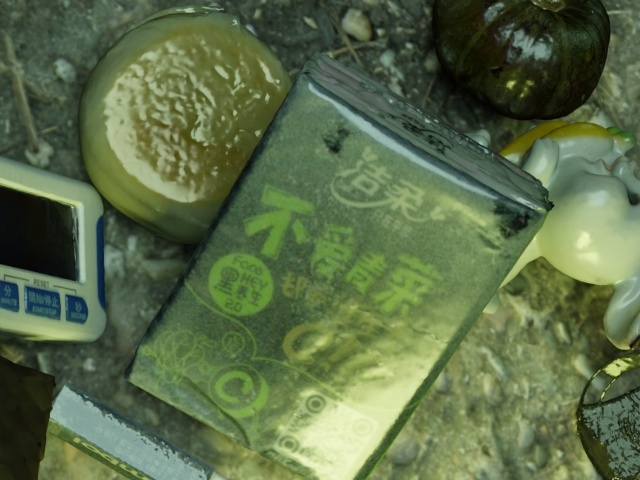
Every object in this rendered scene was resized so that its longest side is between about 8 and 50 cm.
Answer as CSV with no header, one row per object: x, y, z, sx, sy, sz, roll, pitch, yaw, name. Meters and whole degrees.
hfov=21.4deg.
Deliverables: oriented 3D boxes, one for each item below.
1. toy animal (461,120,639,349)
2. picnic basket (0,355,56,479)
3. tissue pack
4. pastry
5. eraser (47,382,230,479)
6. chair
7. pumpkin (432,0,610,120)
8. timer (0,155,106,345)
0.256,-0.010,1.849,0.310,0.183,0.247,6,91,9,toy animal
-0.435,0.205,1.611,0.321,0.291,0.254,23,112,-14,picnic basket
0.014,0.044,1.740,0.288,0.124,0.394,29,113,-6,tissue pack
-0.140,-0.123,1.842,0.264,0.133,0.265,3,78,-13,pastry
-0.194,0.224,1.781,0.212,0.092,0.046,31,73,-6,eraser
0.406,0.191,1.900,0.213,0.149,0.174,-25,86,-12,chair
0.223,-0.227,1.937,0.219,0.162,0.219,17,47,-20,pumpkin
-0.315,0.012,1.733,0.078,0.253,0.178,-9,76,26,timer
